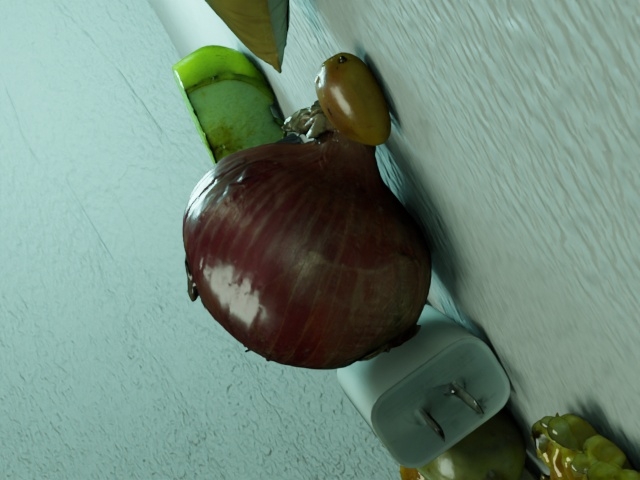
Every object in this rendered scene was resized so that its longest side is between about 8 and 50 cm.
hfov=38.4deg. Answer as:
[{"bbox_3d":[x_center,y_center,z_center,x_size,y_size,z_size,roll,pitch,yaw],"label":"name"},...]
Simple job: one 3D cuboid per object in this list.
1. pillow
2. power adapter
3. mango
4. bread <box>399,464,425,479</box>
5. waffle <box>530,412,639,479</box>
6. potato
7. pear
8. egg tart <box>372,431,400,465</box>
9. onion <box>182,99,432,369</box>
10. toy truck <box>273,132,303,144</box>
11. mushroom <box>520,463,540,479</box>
[{"bbox_3d":[-0.131,-0.386,1.068,0.310,0.119,0.312,55,171,15],"label":"pillow"},{"bbox_3d":[0.142,0.199,1.240,0.124,0.187,0.255,55,176,-14],"label":"power adapter"},{"bbox_3d":[0.040,-0.156,1.035,0.080,0.060,0.114,12,131,60],"label":"mango"},{"bbox_3d":[0.207,0.376,1.505,0.129,0.134,0.260,7,140,46],"label":"bread"},{"bbox_3d":[0.317,0.309,0.944,0.329,0.062,0.329,61,174,10],"label":"waffle"},{"bbox_3d":[0.208,0.294,1.316,0.137,0.154,0.200,59,169,-15],"label":"potato"},{"bbox_3d":[-0.189,-0.278,1.851,0.292,0.159,0.292,61,172,15],"label":"pear"},{"bbox_3d":[0.136,0.304,1.920,0.340,0.153,0.351,60,173,-3],"label":"egg tart"},{"bbox_3d":[-0.018,0.022,1.207,0.354,0.353,0.354,59,173,11],"label":"onion"},{"bbox_3d":[-0.038,-0.105,1.764,0.192,0.083,0.092,62,168,-8],"label":"toy truck"},{"bbox_3d":[0.320,0.410,1.263,0.351,0.094,0.123,-140,38,-67],"label":"mushroom"}]
